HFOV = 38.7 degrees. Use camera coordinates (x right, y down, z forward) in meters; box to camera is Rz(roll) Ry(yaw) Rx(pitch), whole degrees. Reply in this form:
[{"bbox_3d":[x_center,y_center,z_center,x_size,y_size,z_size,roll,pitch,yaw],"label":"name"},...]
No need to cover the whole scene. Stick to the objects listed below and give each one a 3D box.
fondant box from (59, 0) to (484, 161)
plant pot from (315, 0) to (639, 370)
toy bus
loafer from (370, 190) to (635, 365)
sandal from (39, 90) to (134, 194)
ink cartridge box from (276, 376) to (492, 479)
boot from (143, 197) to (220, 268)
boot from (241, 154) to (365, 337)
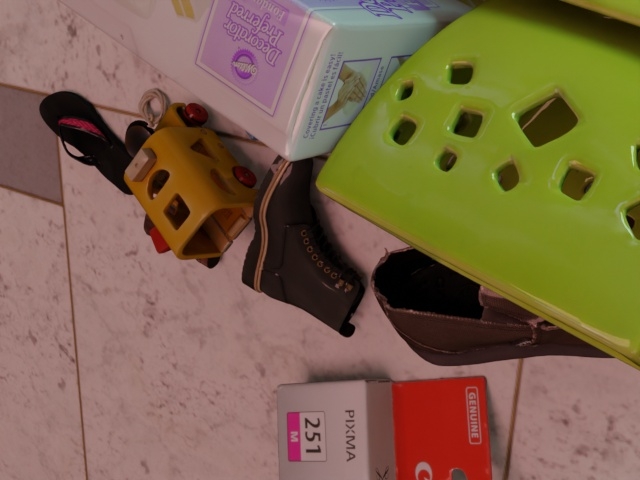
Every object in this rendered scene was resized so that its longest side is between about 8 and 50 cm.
[{"bbox_3d":[0.005,-0.179,0.695,0.238,0.330,0.096,36,122,24],"label":"fondant box"},{"bbox_3d":[0.170,-0.052,0.599,0.228,0.227,0.207,29,92,29],"label":"plant pot"},{"bbox_3d":[-0.157,-0.076,0.980,0.202,0.104,0.191,2,94,35],"label":"toy bus"},{"bbox_3d":[0.188,0.030,0.762,0.366,0.130,0.134,-23,53,39],"label":"loafer"},{"bbox_3d":[-0.287,-0.121,1.122,0.179,0.040,0.067,41,127,15],"label":"sandal"},{"bbox_3d":[0.064,0.284,0.960,0.239,0.060,0.275,-11,77,38],"label":"ink cartridge box"},{"bbox_3d":[-0.164,-0.032,1.079,0.114,0.037,0.106,29,121,28],"label":"boot"},{"bbox_3d":[0.000,0.000,0.959,0.137,0.077,0.198,30,136,17],"label":"boot"}]
